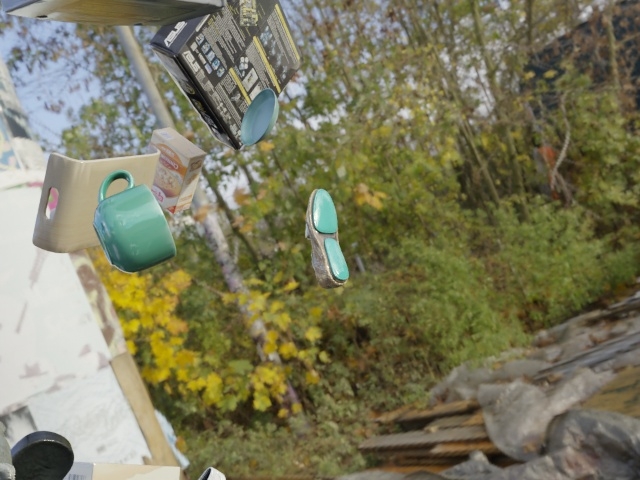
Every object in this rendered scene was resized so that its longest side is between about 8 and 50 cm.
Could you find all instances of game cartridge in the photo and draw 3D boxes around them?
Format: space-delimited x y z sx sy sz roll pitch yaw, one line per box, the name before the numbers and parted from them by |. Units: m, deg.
game cartridge | -0.299 -0.363 1.004 0.198 0.062 0.297 6 14 36

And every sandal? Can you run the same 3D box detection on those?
sandal | -0.687 0.603 1.428 0.445 0.168 0.107 -55 36 5

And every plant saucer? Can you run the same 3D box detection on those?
plant saucer | -0.115 -0.237 1.319 0.021 0.119 0.119 21 -28 -34

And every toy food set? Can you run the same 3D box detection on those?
toy food set | -0.500 -0.106 1.537 0.306 0.092 0.219 -23 -43 -61

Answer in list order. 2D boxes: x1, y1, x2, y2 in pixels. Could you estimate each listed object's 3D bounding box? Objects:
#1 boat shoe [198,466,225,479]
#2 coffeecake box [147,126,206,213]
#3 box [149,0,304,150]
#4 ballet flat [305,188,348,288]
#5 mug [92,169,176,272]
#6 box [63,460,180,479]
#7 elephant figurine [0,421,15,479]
boat shoe | -0.313 0.643 1.672 0.184 0.063 0.066 -46 27 -15
coffeecake box | -0.405 -0.190 1.844 0.068 0.142 0.185 -29 -31 -53
box | -0.204 -0.448 1.623 0.318 0.097 0.395 -55 -25 -11
ballet flat | 0.000 0.000 1.307 0.073 0.206 0.067 12 -34 -37
mug | -0.308 -0.021 1.086 0.098 0.129 0.158 -25 46 -20
box | -0.567 0.700 1.932 0.148 0.121 0.311 -11 -23 34
elephant figurine | -0.602 0.446 1.183 0.170 0.239 0.186 -3 24 -15
